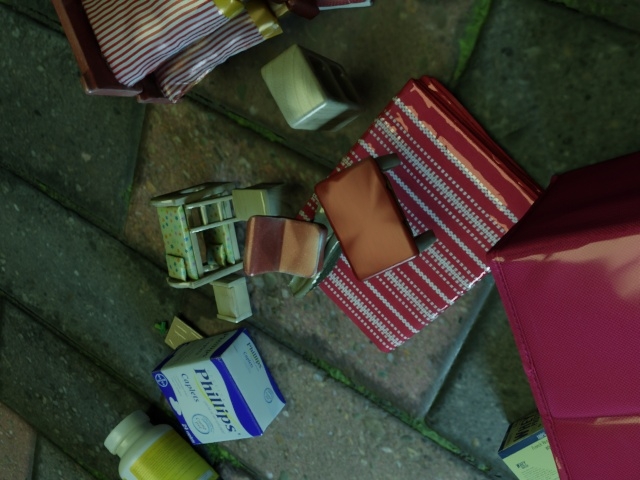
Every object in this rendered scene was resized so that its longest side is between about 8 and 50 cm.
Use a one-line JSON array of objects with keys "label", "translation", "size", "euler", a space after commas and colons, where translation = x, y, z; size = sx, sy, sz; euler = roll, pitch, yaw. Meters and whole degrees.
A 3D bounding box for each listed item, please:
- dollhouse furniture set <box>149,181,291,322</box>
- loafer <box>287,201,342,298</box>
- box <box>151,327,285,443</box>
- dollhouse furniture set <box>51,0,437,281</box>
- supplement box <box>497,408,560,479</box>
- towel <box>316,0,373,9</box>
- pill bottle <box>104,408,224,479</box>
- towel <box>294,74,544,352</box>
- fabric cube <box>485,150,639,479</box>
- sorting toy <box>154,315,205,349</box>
[{"label": "dollhouse furniture set", "translation": [-0.110, 0.029, 0.757], "size": [0.160, 0.101, 0.182], "euler": [5, 110, 44]}, {"label": "loafer", "translation": [0.000, 0.000, 0.701], "size": [0.050, 0.056, 0.148], "euler": [36, 114, 12]}, {"label": "box", "translation": [-0.140, 0.203, 0.869], "size": [0.137, 0.072, 0.126], "euler": [-19, 104, 33]}, {"label": "dollhouse furniture set", "translation": [-0.071, -0.115, 0.596], "size": [0.201, 0.152, 0.374], "euler": [-26, 87, 22]}, {"label": "supplement box", "translation": [0.251, 0.226, 0.669], "size": [0.083, 0.056, 0.083], "euler": [49, 124, 6]}, {"label": "towel", "translation": [-0.057, -0.403, 0.635], "size": [0.236, 0.037, 0.329], "euler": [7, 111, 29]}, {"label": "pill bottle", "translation": [-0.240, 0.350, 0.967], "size": [0.184, 0.103, 0.103], "euler": [42, 122, 11]}, {"label": "towel", "translation": [0.091, -0.017, 0.691], "size": [0.199, 0.031, 0.275], "euler": [46, 125, 6]}, {"label": "fabric cube", "translation": [0.310, 0.057, 0.460], "size": [0.258, 0.254, 0.259], "euler": [-15, 100, 35]}, {"label": "sorting toy", "translation": [-0.208, 0.137, 0.927], "size": [0.083, 0.012, 0.062], "euler": [35, 124, 12]}]
